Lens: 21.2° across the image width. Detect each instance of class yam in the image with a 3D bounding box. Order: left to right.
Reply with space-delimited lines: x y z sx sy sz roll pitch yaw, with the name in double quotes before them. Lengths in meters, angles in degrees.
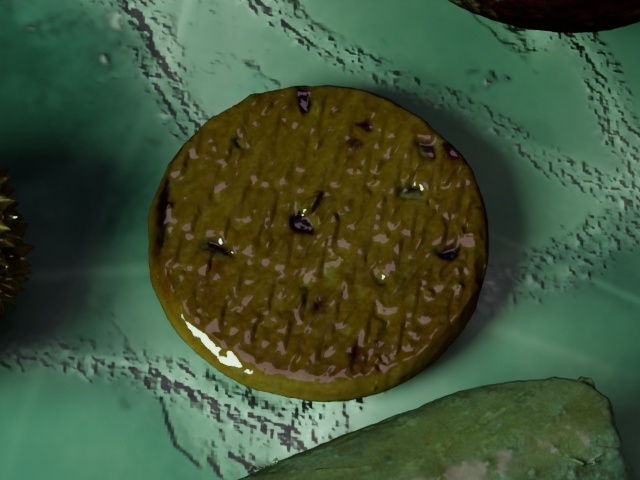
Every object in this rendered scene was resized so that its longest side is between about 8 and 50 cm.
"yam" 0.033 0.149 0.901 0.259 0.106 0.106 -18 65 -18

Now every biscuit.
"biscuit" 0.000 0.000 1.016 0.212 0.036 0.212 2 62 -4

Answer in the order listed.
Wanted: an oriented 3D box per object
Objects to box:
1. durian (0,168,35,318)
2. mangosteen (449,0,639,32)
"durian" -0.236 0.012 0.938 0.168 0.137 0.158 26 41 23
"mangosteen" 0.133 -0.275 1.007 0.306 0.306 0.359 48 26 19
